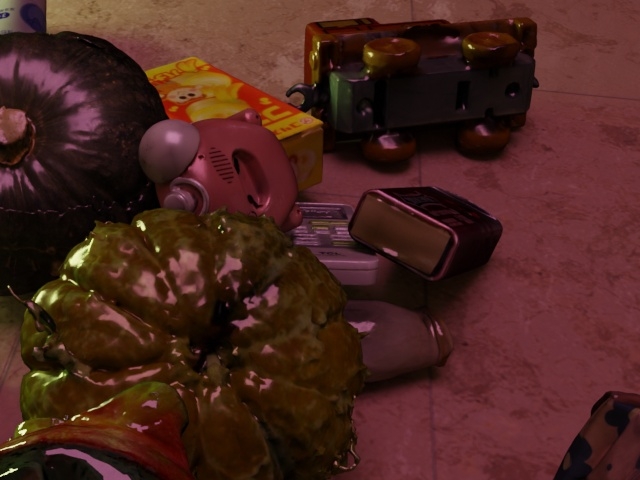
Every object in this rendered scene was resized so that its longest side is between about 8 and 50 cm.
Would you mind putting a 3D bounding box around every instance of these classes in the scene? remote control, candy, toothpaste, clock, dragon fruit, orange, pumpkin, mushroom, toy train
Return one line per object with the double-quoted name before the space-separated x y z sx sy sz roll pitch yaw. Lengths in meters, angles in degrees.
"remote control" 0.000 0.000 1.209 0.103 0.034 0.250 2 15 -5
"candy" -0.135 -0.138 1.370 0.146 0.088 0.276 -26 41 -36
"toothpaste" -0.432 -0.233 1.502 0.125 0.080 0.371 3 45 -10
"clock" -0.099 -0.053 1.095 0.093 0.166 0.162 -21 4 33
"dragon fruit" -0.165 0.241 0.749 0.268 0.295 0.130 13 -2 5
"orange" -0.109 0.108 0.940 0.301 0.223 0.300 -35 93 -18
"pumpkin" -0.315 -0.079 1.157 0.328 0.257 0.291 -20 79 -16
"mushroom" -0.038 0.092 1.113 0.351 0.097 0.109 9 33 -3
"toy train" 0.117 -0.225 1.490 0.369 0.163 0.231 -8 32 -17

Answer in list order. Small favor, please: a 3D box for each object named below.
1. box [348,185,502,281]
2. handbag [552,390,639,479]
"box" 0.122 -0.011 1.200 0.120 0.069 0.224 30 14 19
"handbag" 0.332 0.213 0.922 0.251 0.193 0.190 -11 45 -20
